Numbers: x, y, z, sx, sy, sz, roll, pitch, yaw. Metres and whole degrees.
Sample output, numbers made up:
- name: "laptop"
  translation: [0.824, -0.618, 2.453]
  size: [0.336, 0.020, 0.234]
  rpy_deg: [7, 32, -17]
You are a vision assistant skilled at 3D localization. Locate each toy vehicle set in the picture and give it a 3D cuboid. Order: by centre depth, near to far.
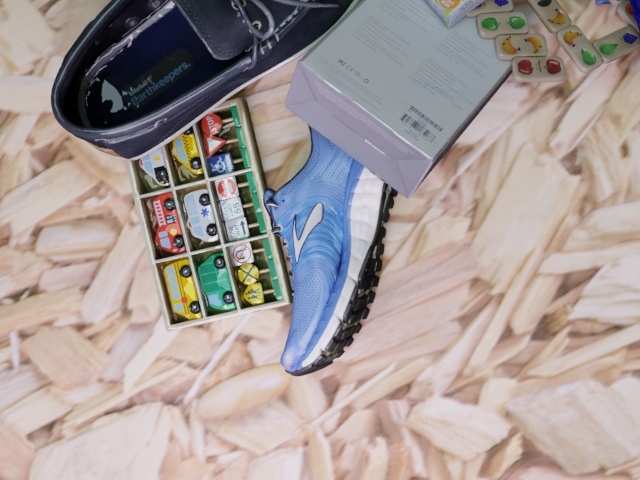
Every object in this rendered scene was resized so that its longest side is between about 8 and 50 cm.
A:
- name: "toy vehicle set"
  translation: [-0.144, -0.032, 1.170]
  size: [0.165, 0.035, 0.267]
  rpy_deg: [-14, 89, 9]

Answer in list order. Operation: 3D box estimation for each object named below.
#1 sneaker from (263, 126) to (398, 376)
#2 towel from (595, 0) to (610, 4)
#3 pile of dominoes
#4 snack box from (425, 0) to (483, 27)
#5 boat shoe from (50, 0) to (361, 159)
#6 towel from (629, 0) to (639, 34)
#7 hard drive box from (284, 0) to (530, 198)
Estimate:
- name: "sneaker"
  translation: [0.000, 0.000, 1.117]
  size: [0.147, 0.130, 0.330]
  rpy_deg: [13, 85, 15]
- name: "towel"
  translation: [0.425, -0.424, 1.080]
  size: [0.209, 0.034, 0.285]
  rpy_deg: [0, 91, 9]
- name: "pile of dominoes"
  translation: [0.249, -0.300, 1.047]
  size: [0.196, 0.040, 0.251]
  rpy_deg: [-27, 73, -16]
- name: "snack box"
  translation: [0.167, -0.319, 1.023]
  size: [0.141, 0.037, 0.100]
  rpy_deg: [-37, 74, 1]
- name: "boat shoe"
  translation: [-0.108, -0.268, 1.036]
  size: [0.500, 0.156, 0.187]
  rpy_deg: [-37, 85, 15]
- name: "towel"
  translation: [0.484, -0.296, 0.971]
  size: [0.308, 0.076, 0.228]
  rpy_deg: [-13, 56, 12]
- name: "hard drive box"
  translation: [0.103, -0.192, 1.047]
  size: [0.181, 0.089, 0.232]
  rpy_deg: [38, 62, 7]
